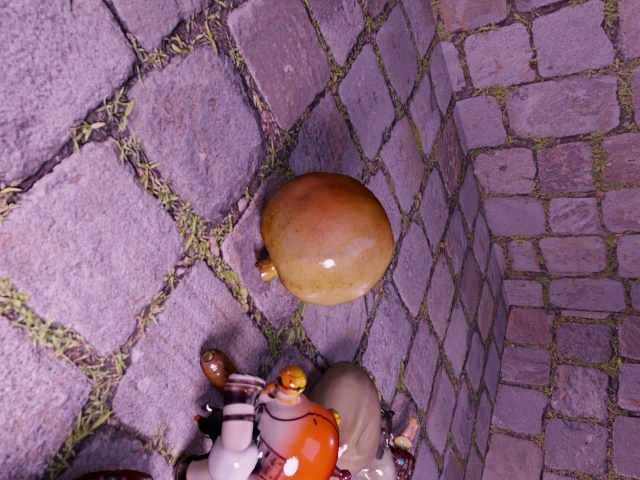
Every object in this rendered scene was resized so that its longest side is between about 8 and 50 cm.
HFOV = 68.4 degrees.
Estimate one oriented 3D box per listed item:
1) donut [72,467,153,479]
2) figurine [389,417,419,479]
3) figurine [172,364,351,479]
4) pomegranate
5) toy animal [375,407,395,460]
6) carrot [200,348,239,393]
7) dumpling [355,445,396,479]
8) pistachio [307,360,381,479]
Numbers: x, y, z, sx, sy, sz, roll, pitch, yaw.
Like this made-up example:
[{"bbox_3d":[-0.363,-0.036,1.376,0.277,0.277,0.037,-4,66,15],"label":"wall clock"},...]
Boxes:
[{"bbox_3d":[-0.338,0.454,0.690,0.235,0.089,0.235,5,85,-57],"label":"donut"},{"bbox_3d":[0.262,0.714,1.578,0.175,0.115,0.240,58,44,-39],"label":"figurine"},{"bbox_3d":[-0.091,0.407,0.929,0.323,0.196,0.320,24,99,-41],"label":"figurine"},{"bbox_3d":[0.000,0.000,1.059,0.319,0.319,0.319,3,86,-57],"label":"pomegranate"},{"bbox_3d":[0.199,0.598,1.507,0.105,0.070,0.202,56,28,2],"label":"toy animal"},{"bbox_3d":[-0.177,0.305,0.976,0.059,0.059,0.248,-61,140,-38],"label":"carrot"},{"bbox_3d":[0.166,0.709,1.454,0.134,0.099,0.170,7,79,-33],"label":"dumpling"},{"bbox_3d":[0.055,0.447,1.206,0.332,0.207,0.226,-73,-171,-49],"label":"pistachio"}]
